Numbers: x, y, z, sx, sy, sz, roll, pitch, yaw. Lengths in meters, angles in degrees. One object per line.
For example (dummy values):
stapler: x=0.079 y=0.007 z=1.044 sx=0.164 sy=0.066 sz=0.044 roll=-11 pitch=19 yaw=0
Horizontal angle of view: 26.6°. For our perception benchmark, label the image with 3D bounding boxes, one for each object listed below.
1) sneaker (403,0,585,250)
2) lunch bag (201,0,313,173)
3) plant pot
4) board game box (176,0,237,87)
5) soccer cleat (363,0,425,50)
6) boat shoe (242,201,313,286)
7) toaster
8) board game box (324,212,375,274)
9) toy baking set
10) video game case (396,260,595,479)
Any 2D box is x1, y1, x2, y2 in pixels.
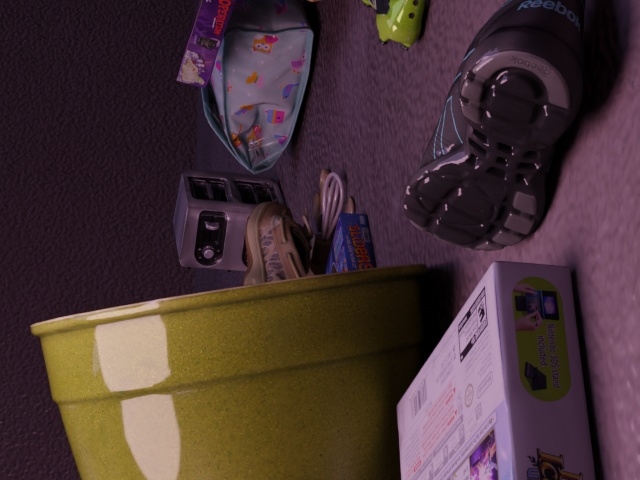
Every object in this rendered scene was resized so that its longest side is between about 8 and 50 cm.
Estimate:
sneaker: x=0.134 y=-0.083 z=0.968 sx=0.267 sy=0.101 sz=0.106 roll=113 pitch=179 yaw=-59
lunch bag: x=-0.105 y=-0.263 z=2.049 sx=0.223 sy=0.160 sz=0.262 roll=-105 pitch=17 yaw=-47
plant pot: x=-0.058 y=0.223 z=1.240 sx=0.366 sy=0.366 sz=0.353 roll=154 pitch=108 yaw=-78
board game box: x=-0.124 y=-0.404 z=1.839 sx=0.208 sy=0.056 sz=0.347 roll=128 pitch=156 yaw=-58
soccer cleat: x=0.073 y=-0.264 z=1.402 sx=0.179 sy=0.060 sz=0.072 roll=-111 pitch=36 yaw=-52
boat shoe: x=-0.040 y=0.037 z=1.675 sx=0.285 sy=0.089 sz=0.104 roll=-91 pitch=-13 yaw=-58
toaster: x=-0.145 y=-0.032 z=2.170 sx=0.186 sy=0.168 sz=0.110 roll=-110 pitch=29 yaw=-63
board game box: x=0.025 y=0.087 z=1.567 sx=0.136 sy=0.035 sz=0.201 roll=-98 pitch=16 yaw=-46
toy baking set: x=-0.001 y=0.007 z=1.746 sx=0.256 sy=0.030 sz=0.197 roll=-149 pitch=64 yaw=-78
video game case: x=0.120 y=0.183 z=0.966 sx=0.269 sy=0.061 sz=0.244 roll=112 pitch=160 yaw=-60
